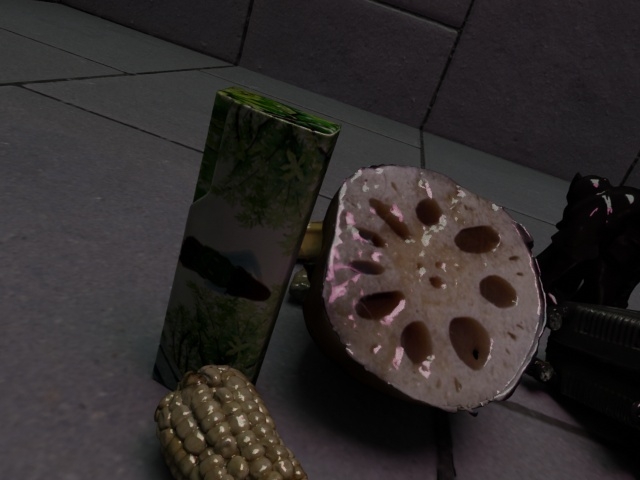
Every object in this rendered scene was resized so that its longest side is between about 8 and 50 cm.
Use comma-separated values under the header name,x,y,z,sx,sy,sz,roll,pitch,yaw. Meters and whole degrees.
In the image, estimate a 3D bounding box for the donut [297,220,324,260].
name,x,y,z,sx,sy,sz,roll,pitch,yaw
donut,0.005,0.000,0.723,0.166,0.065,0.108,0,2,35

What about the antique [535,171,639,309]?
name,x,y,z,sx,sy,sz,roll,pitch,yaw
antique,0.523,0.008,0.911,0.322,0.255,0.185,-6,36,-40

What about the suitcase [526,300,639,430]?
name,x,y,z,sx,sy,sz,roll,pitch,yaw
suitcase,0.438,0.161,0.613,0.313,0.128,0.202,8,3,-25

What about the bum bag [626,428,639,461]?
name,x,y,z,sx,sy,sz,roll,pitch,yaw
bum bag,0.381,0.273,0.442,0.137,0.074,0.310,14,15,20

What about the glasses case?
name,x,y,z,sx,sy,sz,roll,pitch,yaw
glasses case,-0.071,0.020,0.410,0.096,0.272,0.062,20,24,2

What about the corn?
name,x,y,z,sx,sy,sz,roll,pitch,yaw
corn,-0.045,0.173,0.333,0.087,0.087,0.211,-3,31,-41

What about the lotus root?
name,x,y,z,sx,sy,sz,roll,pitch,yaw
lotus root,0.087,0.055,0.537,0.272,0.192,0.271,8,69,-23

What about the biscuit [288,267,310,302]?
name,x,y,z,sx,sy,sz,roll,pitch,yaw
biscuit,0.091,0.071,0.714,0.290,0.038,0.141,10,21,-11
